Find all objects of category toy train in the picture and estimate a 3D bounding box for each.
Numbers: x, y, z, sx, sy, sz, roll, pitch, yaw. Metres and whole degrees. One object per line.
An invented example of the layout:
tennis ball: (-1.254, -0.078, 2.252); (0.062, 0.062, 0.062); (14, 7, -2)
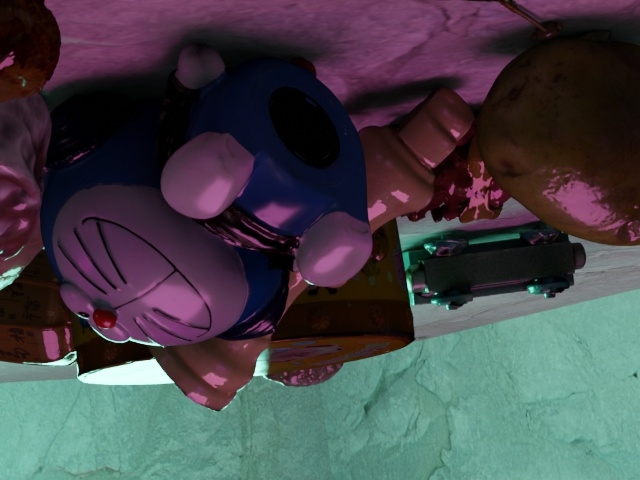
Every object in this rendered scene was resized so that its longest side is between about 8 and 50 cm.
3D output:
toy train: (0.273, 0.045, 2.294); (0.298, 0.120, 0.194); (-6, 177, -9)

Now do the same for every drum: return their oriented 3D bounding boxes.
drum: (-0.104, 0.047, 1.717); (0.431, 0.214, 0.431); (-7, 171, -1)

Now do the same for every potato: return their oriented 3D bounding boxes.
potato: (0.261, -0.093, 1.279); (0.228, 0.197, 0.148); (35, 146, -22)

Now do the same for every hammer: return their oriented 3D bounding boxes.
hammer: (0.169, -0.188, 1.174); (0.029, 0.014, 0.123); (-23, 162, 26)

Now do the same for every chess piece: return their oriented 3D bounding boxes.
chess piece: (0.000, 0.000, 1.404); (0.397, 0.117, 0.117); (-43, 160, 12)

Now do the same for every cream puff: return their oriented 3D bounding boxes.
cream puff: (-0.244, -0.138, 0.930); (0.149, 0.084, 0.149); (-3, 170, -1)

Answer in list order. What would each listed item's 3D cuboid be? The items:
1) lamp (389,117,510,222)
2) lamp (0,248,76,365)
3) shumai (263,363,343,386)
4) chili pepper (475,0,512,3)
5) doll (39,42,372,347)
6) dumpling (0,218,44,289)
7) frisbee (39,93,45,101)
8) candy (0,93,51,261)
lamp: (0.195, -0.086, 1.503); (0.253, 0.118, 0.118); (-10, 170, -8)
lamp: (-0.386, 0.084, 1.823); (0.185, 0.161, 0.161); (2, 172, 12)
shumai: (-0.043, 0.067, 2.118); (0.225, 0.222, 0.261); (-15, 137, -25)
chili pepper: (0.088, -0.194, 1.027); (0.118, 0.035, 0.055); (10, 149, -32)
doll: (-0.114, -0.029, 1.250); (0.284, 0.240, 0.310); (41, 131, -20)
dumpling: (-0.344, -0.008, 1.477); (0.179, 0.132, 0.252); (-25, 167, 35)
frisbee: (-0.357, -0.093, 1.217); (0.242, 0.045, 0.242); (-9, 169, -2)
candy: (-0.349, -0.053, 1.060); (0.289, 0.157, 0.214); (0, 150, -12)
